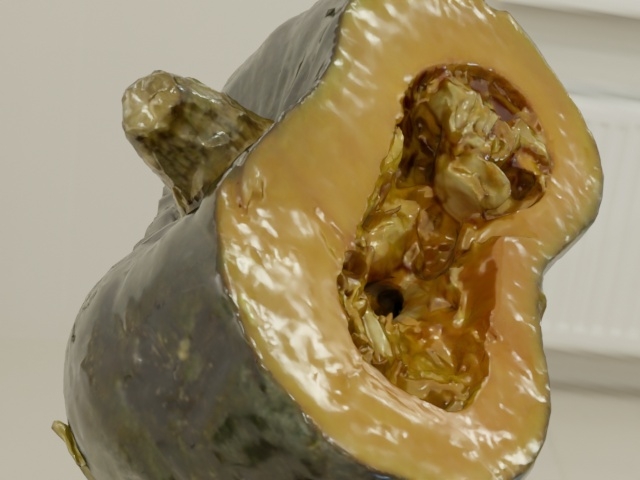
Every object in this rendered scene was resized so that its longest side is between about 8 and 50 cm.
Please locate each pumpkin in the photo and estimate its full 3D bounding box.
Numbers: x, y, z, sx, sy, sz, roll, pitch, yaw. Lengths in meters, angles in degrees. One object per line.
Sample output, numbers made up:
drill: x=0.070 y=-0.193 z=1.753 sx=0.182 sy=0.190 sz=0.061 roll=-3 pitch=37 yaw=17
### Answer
pumpkin: x=0.000 y=0.000 z=0.740 sx=0.222 sy=0.139 sz=0.317 roll=36 pitch=46 yaw=-11
